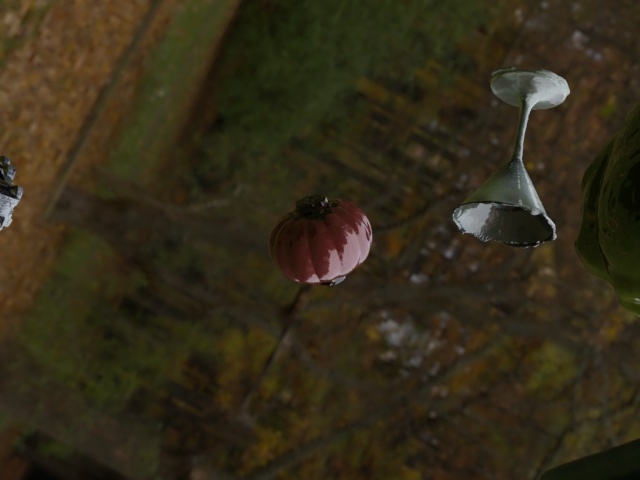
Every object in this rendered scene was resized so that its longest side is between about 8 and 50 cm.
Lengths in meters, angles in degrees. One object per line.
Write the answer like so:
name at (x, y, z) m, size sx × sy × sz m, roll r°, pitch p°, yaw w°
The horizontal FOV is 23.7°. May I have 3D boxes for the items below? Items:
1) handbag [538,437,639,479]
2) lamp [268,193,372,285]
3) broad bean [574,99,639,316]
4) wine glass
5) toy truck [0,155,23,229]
handbag at (0.214, 0.205, 0.788) m, size 0.062 × 0.229 × 0.179 m, roll -44°, pitch -174°, yaw -38°
lamp at (0.000, 0.000, 1.558) m, size 0.107 × 0.107 × 0.092 m, roll -70°, pitch 147°, yaw -63°
broad bean at (0.312, -0.053, 1.050) m, size 0.291 × 0.119 × 0.238 m, roll -39°, pitch -136°, yaw 9°
wine glass at (0.216, -0.096, 1.700) m, size 0.122 × 0.122 × 0.183 m, roll 128°, pitch -25°, yaw -66°
toy truck at (-0.342, -0.052, 1.543) m, size 0.063 × 0.052 × 0.123 m, roll -61°, pitch -151°, yaw 13°
